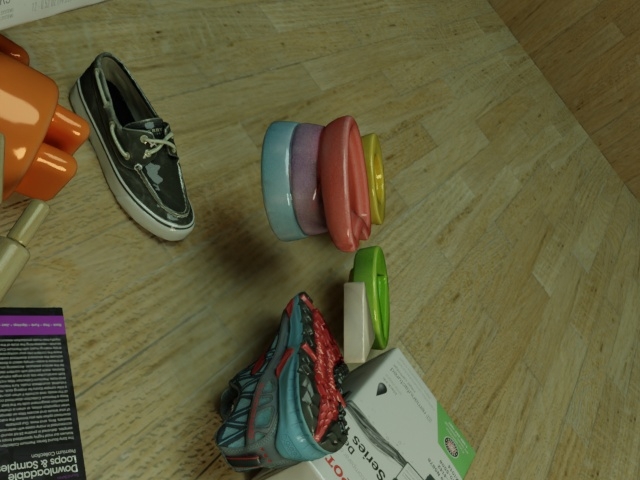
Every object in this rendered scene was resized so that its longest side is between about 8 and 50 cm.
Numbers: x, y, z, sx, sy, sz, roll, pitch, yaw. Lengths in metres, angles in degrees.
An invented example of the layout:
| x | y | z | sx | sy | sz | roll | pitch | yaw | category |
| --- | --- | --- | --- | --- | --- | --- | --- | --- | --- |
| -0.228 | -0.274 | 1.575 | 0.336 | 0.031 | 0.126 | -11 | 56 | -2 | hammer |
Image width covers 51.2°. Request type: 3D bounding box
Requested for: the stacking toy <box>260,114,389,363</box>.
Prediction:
| x | y | z | sx | sy | sz | roll | pitch | yaw | category |
| --- | --- | --- | --- | --- | --- | --- | --- | --- | --- |
| 0.000 | 0.000 | 0.801 | 0.309 | 0.130 | 0.280 | 5 | 82 | -77 | stacking toy |

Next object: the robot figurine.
| x | y | z | sx | sy | sz | roll | pitch | yaw | category |
| --- | --- | --- | --- | --- | --- | --- | --- | --- | --- |
| -0.313 | -0.112 | 0.563 | 0.219 | 0.158 | 0.128 | 28 | 2 | -31 | robot figurine |

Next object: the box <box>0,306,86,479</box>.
| x | y | z | sx | sy | sz | roll | pitch | yaw | category |
| --- | --- | --- | --- | --- | --- | --- | --- | --- | --- |
| -0.251 | 0.129 | 0.518 | 0.116 | 0.029 | 0.162 | 7 | 55 | -43 | box |

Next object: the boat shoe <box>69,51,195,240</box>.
| x | y | z | sx | sy | sz | roll | pitch | yaw | category |
| --- | --- | --- | --- | --- | --- | --- | --- | --- | --- |
| -0.198 | -0.103 | 0.730 | 0.219 | 0.070 | 0.077 | 57 | 36 | 5 | boat shoe |

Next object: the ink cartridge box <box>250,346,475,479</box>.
| x | y | z | sx | sy | sz | roll | pitch | yaw | category |
| --- | --- | --- | --- | --- | --- | --- | --- | --- | --- |
| 0.054 | 0.241 | 0.704 | 0.160 | 0.092 | 0.219 | 53 | 36 | 1 | ink cartridge box |

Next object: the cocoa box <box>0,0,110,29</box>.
| x | y | z | sx | sy | sz | roll | pitch | yaw | category |
| --- | --- | --- | --- | --- | --- | --- | --- | --- | --- |
| -0.349 | -0.340 | 0.518 | 0.347 | 0.228 | 0.231 | 25 | 35 | 10 | cocoa box |

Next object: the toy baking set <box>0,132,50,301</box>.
| x | y | z | sx | sy | sz | roll | pitch | yaw | category |
| --- | --- | --- | --- | --- | --- | --- | --- | --- | --- |
| -0.324 | 0.013 | 0.469 | 0.196 | 0.030 | 0.256 | 29 | 67 | -19 | toy baking set |

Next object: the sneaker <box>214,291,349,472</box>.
| x | y | z | sx | sy | sz | roll | pitch | yaw | category |
| --- | --- | --- | --- | --- | --- | --- | --- | --- | --- |
| -0.047 | 0.135 | 0.671 | 0.104 | 0.125 | 0.262 | 63 | 8 | -10 | sneaker |
